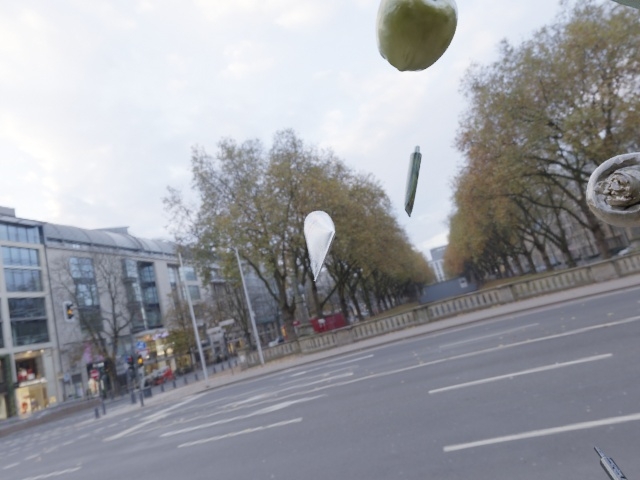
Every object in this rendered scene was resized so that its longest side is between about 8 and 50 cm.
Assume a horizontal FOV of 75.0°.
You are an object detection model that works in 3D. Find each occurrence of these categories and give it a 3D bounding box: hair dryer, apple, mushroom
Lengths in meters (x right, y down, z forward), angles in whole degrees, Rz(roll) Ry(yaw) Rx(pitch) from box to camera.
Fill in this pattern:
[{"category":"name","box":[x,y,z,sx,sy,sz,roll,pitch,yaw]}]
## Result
[{"category":"hair dryer","box":[0.737,0.581,1.003,0.078,0.195,0.248,-7,20,2]},{"category":"apple","box":[0.216,-0.486,0.944,0.200,0.200,0.200,-14,-11,-3]},{"category":"mushroom","box":[0.907,-0.153,1.227,0.178,0.226,0.226,22,-30,-32]}]

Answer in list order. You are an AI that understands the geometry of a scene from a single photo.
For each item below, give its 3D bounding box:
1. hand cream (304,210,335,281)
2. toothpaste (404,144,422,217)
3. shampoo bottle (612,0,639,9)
[{"category":"hand cream","box":[0.000,0.000,1.085,0.083,0.133,0.248,15,17,-9]},{"category":"toothpaste","box":[0.237,-0.158,1.074,0.032,0.204,0.049,0,-24,29]},{"category":"shampoo bottle","box":[0.499,-0.503,0.711,0.360,0.078,0.134,24,-47,-2]}]
